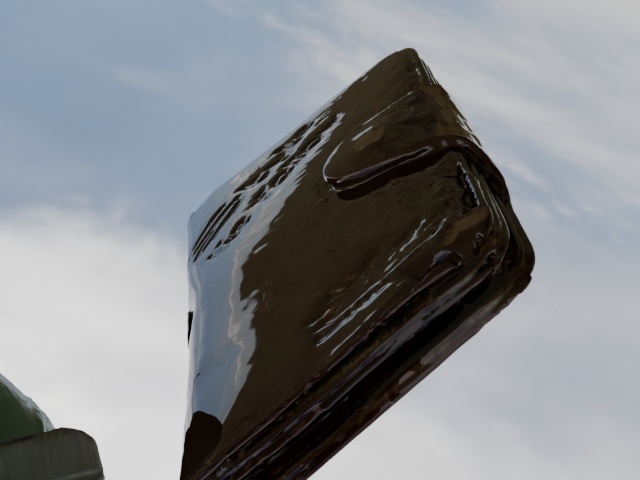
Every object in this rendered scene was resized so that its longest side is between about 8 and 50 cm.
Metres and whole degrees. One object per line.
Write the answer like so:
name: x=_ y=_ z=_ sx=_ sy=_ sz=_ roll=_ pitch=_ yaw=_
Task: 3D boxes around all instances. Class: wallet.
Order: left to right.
wallet: x=0.000 y=0.000 z=0.409 sx=0.026 sy=0.095 sz=0.176 roll=48 pitch=-169 yaw=-16

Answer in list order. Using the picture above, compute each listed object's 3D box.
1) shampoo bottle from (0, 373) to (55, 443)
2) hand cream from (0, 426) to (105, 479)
shampoo bottle: x=-0.239 y=0.040 z=0.604 sx=0.349 sy=0.222 sz=0.151 roll=46 pitch=-177 yaw=-25
hand cream: x=-0.118 y=0.235 z=0.609 sx=0.124 sy=0.341 sz=0.078 roll=-11 pitch=-164 yaw=-11
